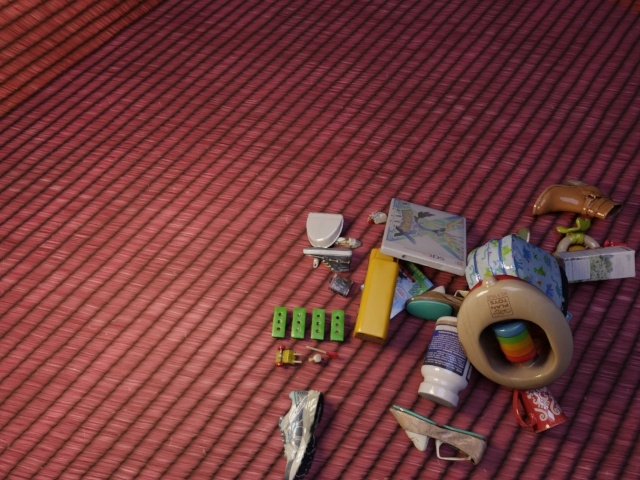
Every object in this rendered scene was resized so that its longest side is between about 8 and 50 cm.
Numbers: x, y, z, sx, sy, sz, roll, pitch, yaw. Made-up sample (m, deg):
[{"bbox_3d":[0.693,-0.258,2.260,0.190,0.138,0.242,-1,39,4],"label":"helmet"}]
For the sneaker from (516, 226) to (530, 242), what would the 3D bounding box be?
[{"bbox_3d":[0.730,0.021,1.744,0.086,0.064,0.192,20,69,3],"label":"sneaker"}]

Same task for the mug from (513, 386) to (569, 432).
[{"bbox_3d":[0.687,0.514,1.475,0.150,0.113,0.169,8,50,-44],"label":"mug"}]

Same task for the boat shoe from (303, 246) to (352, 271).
[{"bbox_3d":[0.026,0.071,1.686,0.183,0.065,0.083,4,99,-8],"label":"boat shoe"}]

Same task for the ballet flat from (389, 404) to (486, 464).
[{"bbox_3d":[0.358,0.615,1.437,0.316,0.107,0.106,17,73,8],"label":"ballet flat"}]

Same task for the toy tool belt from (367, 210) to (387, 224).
[{"bbox_3d":[0.218,-0.090,1.803,0.083,0.052,0.051,-12,34,-10],"label":"toy tool belt"}]

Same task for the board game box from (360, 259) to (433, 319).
[{"bbox_3d":[0.278,0.170,1.680,0.211,0.039,0.160,-35,70,-15],"label":"board game box"}]

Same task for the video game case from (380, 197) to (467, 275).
[{"bbox_3d":[0.387,-0.023,1.698,0.300,0.036,0.329,16,39,5],"label":"video game case"}]

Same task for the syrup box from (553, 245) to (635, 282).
[{"bbox_3d":[0.969,0.085,1.634,0.237,0.096,0.093,-7,100,7],"label":"syrup box"}]

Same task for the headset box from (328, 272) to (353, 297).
[{"bbox_3d":[0.071,0.163,1.683,0.083,0.032,0.062,26,67,9],"label":"headset box"}]

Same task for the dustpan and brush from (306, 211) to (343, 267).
[{"bbox_3d":[0.000,0.000,1.747,0.147,0.060,0.211,6,61,23],"label":"dustpan and brush"}]

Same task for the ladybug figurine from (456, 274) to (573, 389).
[{"bbox_3d":[0.575,0.262,1.384,0.305,0.449,0.162,-15,30,24],"label":"ladybug figurine"}]

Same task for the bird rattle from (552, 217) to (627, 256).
[{"bbox_3d":[0.991,0.045,1.735,0.253,0.143,0.207,45,83,4],"label":"bird rattle"}]

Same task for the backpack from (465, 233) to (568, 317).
[{"bbox_3d":[0.655,0.131,1.538,0.355,0.273,0.290,21,59,-5],"label":"backpack"}]

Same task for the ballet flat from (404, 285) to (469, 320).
[{"bbox_3d":[0.469,0.223,1.627,0.342,0.116,0.124,8,44,6],"label":"ballet flat"}]

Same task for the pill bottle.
[{"bbox_3d":[0.420,0.397,1.511,0.153,0.153,0.264,22,66,9],"label":"pill bottle"}]

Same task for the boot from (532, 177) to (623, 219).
[{"bbox_3d":[0.985,-0.129,1.772,0.283,0.109,0.220,-20,43,-24],"label":"boot"}]

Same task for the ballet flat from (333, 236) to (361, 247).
[{"bbox_3d":[0.100,0.005,1.755,0.114,0.041,0.041,4,65,1],"label":"ballet flat"}]

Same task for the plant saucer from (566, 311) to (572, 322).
[{"bbox_3d":[0.814,0.315,1.634,0.067,0.018,0.192,39,71,16],"label":"plant saucer"}]

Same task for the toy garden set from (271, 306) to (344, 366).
[{"bbox_3d":[-0.045,0.339,1.591,0.244,0.049,0.204,4,63,0],"label":"toy garden set"}]

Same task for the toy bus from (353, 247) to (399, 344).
[{"bbox_3d":[0.196,0.179,1.581,0.108,0.130,0.332,13,65,6],"label":"toy bus"}]

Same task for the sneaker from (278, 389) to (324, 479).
[{"bbox_3d":[-0.075,0.609,1.445,0.122,0.110,0.283,5,61,21],"label":"sneaker"}]
